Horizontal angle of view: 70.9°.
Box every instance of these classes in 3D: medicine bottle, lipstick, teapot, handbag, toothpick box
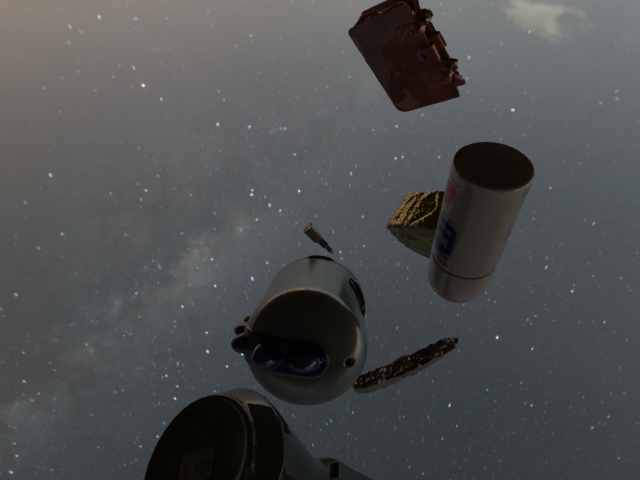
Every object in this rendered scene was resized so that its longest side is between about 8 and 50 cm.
[{"bbox_3d":[0.281,-0.009,0.840,0.131,0.340,0.130,-2,-131,2],"label":"medicine bottle"},{"bbox_3d":[0.000,0.000,1.170,0.025,0.107,0.025,-31,-148,25],"label":"lipstick"},{"bbox_3d":[-0.049,0.273,0.495,0.203,0.225,0.170,-21,-137,25],"label":"teapot"},{"bbox_3d":[0.166,-0.351,0.858,0.158,0.212,0.059,5,-122,50],"label":"handbag"},{"bbox_3d":[-0.035,0.179,0.915,0.264,0.262,0.354,-4,-170,4],"label":"toothpick box"}]

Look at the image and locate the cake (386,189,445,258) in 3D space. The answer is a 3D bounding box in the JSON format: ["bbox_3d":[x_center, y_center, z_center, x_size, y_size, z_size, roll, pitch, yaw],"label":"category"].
[{"bbox_3d":[0.323,-0.038,1.255,0.156,0.179,0.261,-57,-156,-9],"label":"cake"}]

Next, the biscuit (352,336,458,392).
[{"bbox_3d":[0.187,0.290,1.009,0.290,0.141,0.038,-17,-119,-22],"label":"biscuit"}]
